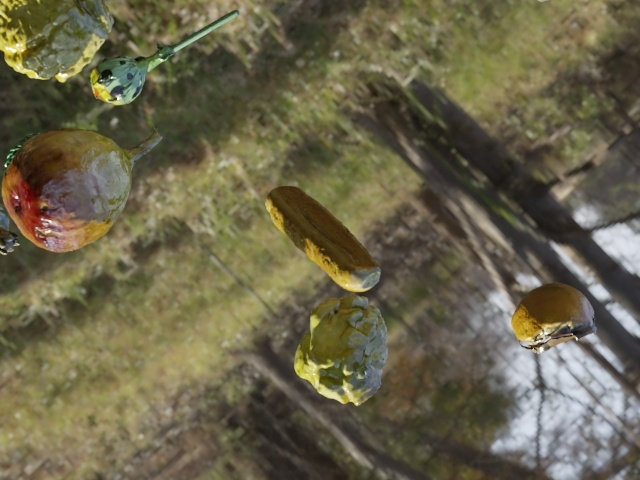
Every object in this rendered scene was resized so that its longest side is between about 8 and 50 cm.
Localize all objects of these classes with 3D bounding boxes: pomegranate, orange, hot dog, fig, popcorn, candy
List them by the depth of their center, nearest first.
[{"bbox_3d":[-0.305,-0.093,1.485,0.257,0.159,0.159,-38,175,-40],"label":"fig"},{"bbox_3d":[-0.001,-0.003,1.667,0.088,0.286,0.061,2,116,-27],"label":"hot dog"},{"bbox_3d":[0.036,0.168,1.671,0.173,0.142,0.173,-56,166,-22],"label":"popcorn"},{"bbox_3d":[0.401,0.129,1.911,0.160,0.112,0.170,-23,-166,-33],"label":"orange"},{"bbox_3d":[-0.278,-0.337,1.975,0.305,0.083,0.091,-27,158,15],"label":"candy"},{"bbox_3d":[-0.494,-0.439,2.069,0.174,0.225,0.286,-2,107,-61],"label":"popcorn"},{"bbox_3d":[-0.623,-0.021,2.071,0.114,0.142,0.114,-43,147,-37],"label":"pomegranate"}]

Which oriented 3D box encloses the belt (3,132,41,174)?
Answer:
[{"bbox_3d":[-0.472,-0.113,1.886,0.121,0.151,0.079,-4,-153,13],"label":"belt"}]
